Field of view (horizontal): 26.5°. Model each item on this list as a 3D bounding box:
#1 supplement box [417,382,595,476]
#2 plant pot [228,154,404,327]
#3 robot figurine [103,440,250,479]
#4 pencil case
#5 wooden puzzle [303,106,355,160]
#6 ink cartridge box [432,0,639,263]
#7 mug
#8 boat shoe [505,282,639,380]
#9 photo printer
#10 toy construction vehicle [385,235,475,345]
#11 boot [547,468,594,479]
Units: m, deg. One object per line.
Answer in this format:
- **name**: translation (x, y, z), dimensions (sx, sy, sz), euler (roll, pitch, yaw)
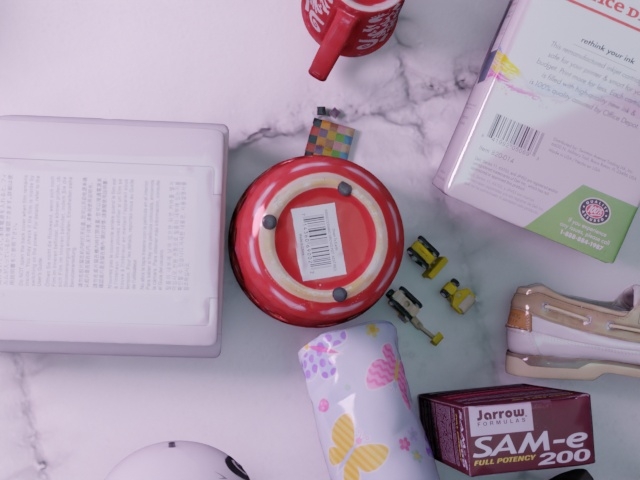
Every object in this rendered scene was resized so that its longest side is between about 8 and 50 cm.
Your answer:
- **supplement box**: translation (0.188, 0.194, 1.417), dimensions (0.130, 0.239, 0.073), euler (-5, 86, -6)
- **plant pot**: translation (0.000, 0.000, 1.443), dimensions (0.191, 0.174, 0.191), euler (0, 88, -7)
- **robot figurine**: translation (-0.136, 0.329, 1.371), dimensions (0.209, 0.278, 0.173), euler (27, 47, 32)
- **pencil case**: translation (0.064, 0.221, 1.434), dimensions (0.113, 0.124, 0.273), euler (-27, 71, 28)
- **wooden puzzle**: translation (0.010, -0.110, 1.538), dimensions (0.049, 0.006, 0.083), euler (16, 85, -5)
- **ink cartridge box**: translation (0.287, -0.179, 1.482), dimensions (0.207, 0.119, 0.353), euler (23, 97, -4)
- **mug**: translation (0.044, -0.254, 1.470), dimensions (0.113, 0.169, 0.150), euler (-1, 85, -7)
- **boat shoe**: translation (0.357, 0.101, 1.507), dimensions (0.302, 0.113, 0.103), euler (1, 91, -5)
- **photo printer**: translation (-0.255, -0.005, 1.450), dimensions (0.307, 0.107, 0.256), euler (1, 85, -6)
- **toy construction vehicle**: translation (0.118, 0.058, 1.527), dimensions (0.098, 0.035, 0.086), euler (42, 72, -4)
- **boot**: translation (0.234, 0.467, 1.459), dimensions (0.377, 0.138, 0.284), euler (-42, 91, -13)
